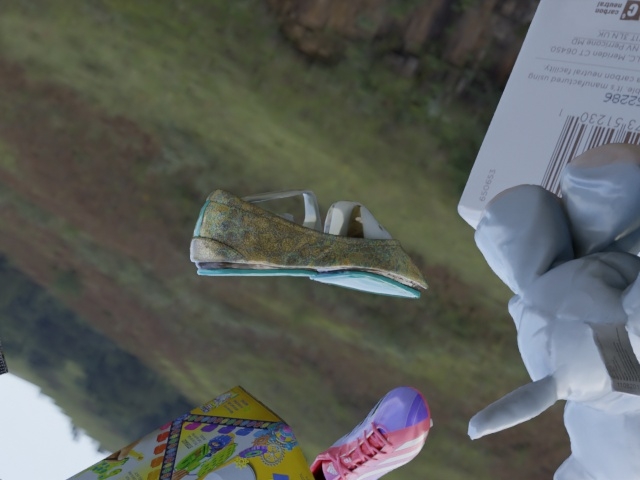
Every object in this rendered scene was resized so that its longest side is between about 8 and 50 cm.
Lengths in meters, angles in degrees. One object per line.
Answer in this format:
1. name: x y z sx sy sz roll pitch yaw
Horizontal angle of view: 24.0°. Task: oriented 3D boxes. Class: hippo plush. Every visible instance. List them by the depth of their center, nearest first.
1. hippo plush: 0.263 0.086 1.179 0.236 0.234 0.294 58 -157 -34

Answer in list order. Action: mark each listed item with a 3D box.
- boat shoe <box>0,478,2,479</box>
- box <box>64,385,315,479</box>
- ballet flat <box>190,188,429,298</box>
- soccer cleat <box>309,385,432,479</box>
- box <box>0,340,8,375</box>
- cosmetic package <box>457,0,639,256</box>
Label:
1. boat shoe: -0.402 0.306 1.697 0.066 0.066 0.183 -15 175 9
2. box: -0.120 0.351 1.510 0.290 0.279 0.177 66 165 -16
3. ballet flat: 0.000 0.000 1.788 0.348 0.123 0.123 8 -164 -39
4. soccer cleat: 0.054 0.268 1.899 0.095 0.248 0.083 -18 -111 -41
5. box: -0.550 0.161 1.898 0.270 0.060 0.216 -17 -168 -20
6. cosmetic package: 0.423 -0.070 1.730 0.329 0.327 0.394 13 164 36
